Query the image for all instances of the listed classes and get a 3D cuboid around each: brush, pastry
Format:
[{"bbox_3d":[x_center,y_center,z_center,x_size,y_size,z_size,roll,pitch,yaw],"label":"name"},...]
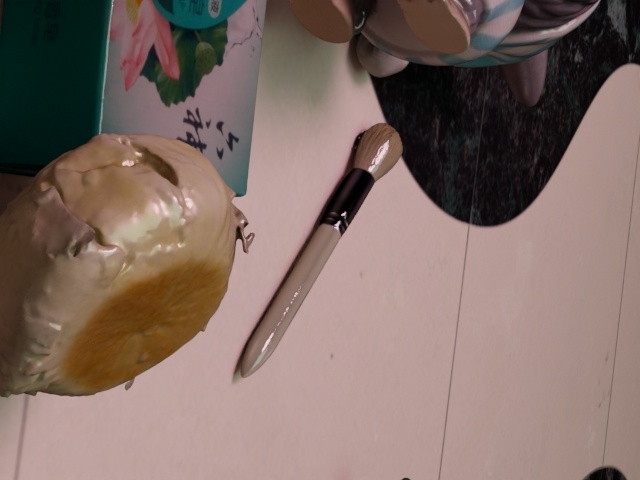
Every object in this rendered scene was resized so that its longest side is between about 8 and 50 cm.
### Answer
[{"bbox_3d":[0.000,0.000,0.976,0.299,0.039,0.042,-57,136,-33],"label":"brush"},{"bbox_3d":[-0.117,0.017,0.603,0.166,0.088,0.166,-37,155,-20],"label":"pastry"}]

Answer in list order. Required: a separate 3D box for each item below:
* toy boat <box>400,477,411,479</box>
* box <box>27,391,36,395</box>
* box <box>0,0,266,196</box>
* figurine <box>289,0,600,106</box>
[{"bbox_3d":[0.054,0.334,1.061,0.089,0.088,0.229,-11,103,-59],"label":"toy boat"},{"bbox_3d":[-0.190,0.040,0.655,0.079,0.035,0.083,41,59,-54],"label":"box"},{"bbox_3d":[-0.111,-0.154,0.701,0.153,0.092,0.245,5,91,-59],"label":"box"},{"bbox_3d":[0.168,-0.223,1.001,0.361,0.266,0.377,-62,143,-23],"label":"figurine"}]
